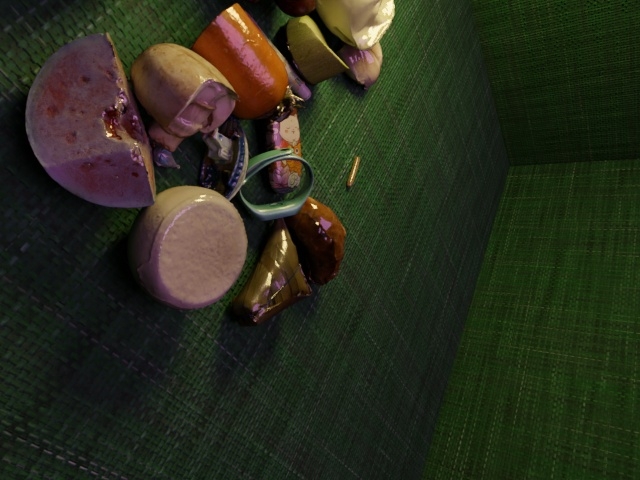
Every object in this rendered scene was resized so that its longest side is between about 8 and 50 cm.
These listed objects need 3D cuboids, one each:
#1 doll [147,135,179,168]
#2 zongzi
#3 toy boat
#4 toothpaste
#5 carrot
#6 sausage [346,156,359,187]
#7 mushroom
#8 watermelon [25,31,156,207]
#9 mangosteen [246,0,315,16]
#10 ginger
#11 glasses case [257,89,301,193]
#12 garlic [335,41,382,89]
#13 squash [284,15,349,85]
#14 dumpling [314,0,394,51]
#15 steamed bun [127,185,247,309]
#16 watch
[{"bbox_3d":[-0.374,-0.198,1.092,0.114,0.039,0.057,26,36,-40],"label":"doll"},{"bbox_3d":[-0.165,0.073,1.337,0.260,0.123,0.289,-24,101,-48],"label":"zongzi"},{"bbox_3d":[-0.256,-0.196,1.183,0.115,0.114,0.262,10,86,-64],"label":"toy boat"},{"bbox_3d":[-0.130,-0.534,1.400,0.056,0.058,0.314,-43,134,8],"label":"toothpaste"},{"bbox_3d":[-0.193,-0.419,1.200,0.193,0.214,0.331,-53,127,-8],"label":"carrot"},{"bbox_3d":[0.125,-0.259,1.784,0.024,0.024,0.132,41,59,-47],"label":"sausage"},{"bbox_3d":[-0.315,-0.318,1.016,0.189,0.195,0.253,48,15,5],"label":"mushroom"},{"bbox_3d":[-0.445,-0.209,0.928,0.188,0.175,0.322,-10,89,-11],"label":"watermelon"},{"bbox_3d":[-0.063,-0.808,1.223,0.382,0.382,0.435,4,99,-54],"label":"mangosteen"},{"bbox_3d":[0.000,0.000,1.511,0.165,0.172,0.321,-101,172,-64],"label":"ginger"},{"bbox_3d":[-0.120,-0.300,1.395,0.122,0.082,0.321,-17,107,-47],"label":"glasses case"},{"bbox_3d":[0.167,-0.681,1.754,0.228,0.110,0.217,44,54,-45],"label":"garlic"},{"bbox_3d":[-0.015,-0.607,1.464,0.220,0.133,0.220,41,37,-42],"label":"squash"},{"bbox_3d":[0.108,-0.847,1.538,0.315,0.233,0.395,-50,117,-21],"label":"dumpling"},{"bbox_3d":[-0.310,0.012,1.069,0.283,0.177,0.283,-22,119,-47],"label":"steamed bun"},{"bbox_3d":[-0.133,-0.154,1.327,0.237,0.068,0.195,-14,119,-21],"label":"watch"}]
